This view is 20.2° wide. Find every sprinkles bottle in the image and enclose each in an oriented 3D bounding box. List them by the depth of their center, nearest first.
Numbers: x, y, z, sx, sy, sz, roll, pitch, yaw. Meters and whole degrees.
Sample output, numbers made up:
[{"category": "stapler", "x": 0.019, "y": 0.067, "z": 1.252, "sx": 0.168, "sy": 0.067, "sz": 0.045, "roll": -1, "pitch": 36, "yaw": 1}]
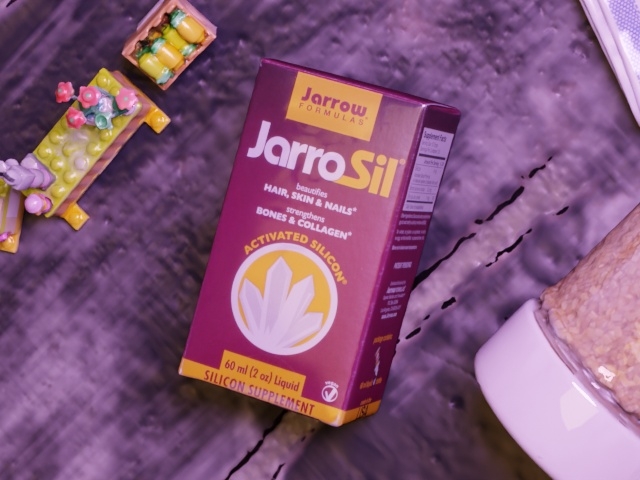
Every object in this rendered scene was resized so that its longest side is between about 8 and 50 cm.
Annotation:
[{"category": "sprinkles bottle", "x": 0.240, "y": -0.015, "z": 0.925, "sx": 0.121, "sy": 0.121, "sz": 0.355, "roll": 47, "pitch": 106, "yaw": 11}]

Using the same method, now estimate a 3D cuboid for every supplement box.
[{"category": "supplement box", "x": 0.000, "y": 0.000, "z": 1.030, "sx": 0.104, "sy": 0.081, "sz": 0.188, "roll": 16, "pitch": 96, "yaw": 17}]

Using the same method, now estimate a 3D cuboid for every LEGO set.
[{"category": "LEGO set", "x": -0.199, "y": -0.060, "z": 1.077, "sx": 0.287, "sy": 0.107, "sz": 0.132, "roll": -12, "pitch": 88, "yaw": 17}]

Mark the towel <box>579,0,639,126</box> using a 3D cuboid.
[{"category": "towel", "x": 0.259, "y": -0.205, "z": 0.970, "sx": 0.285, "sy": 0.034, "sz": 0.209, "roll": -24, "pitch": 85, "yaw": 16}]
